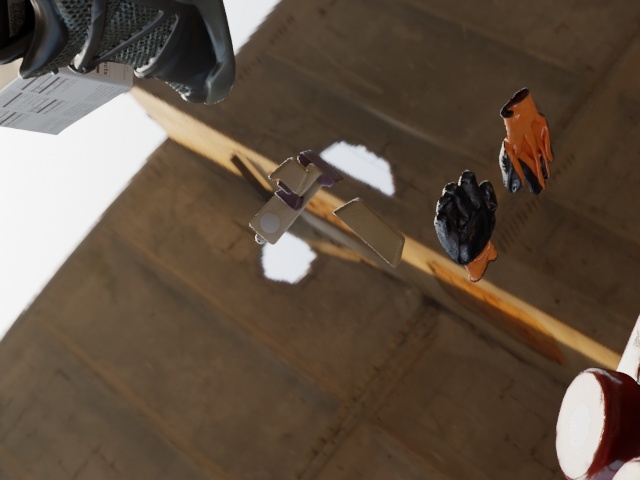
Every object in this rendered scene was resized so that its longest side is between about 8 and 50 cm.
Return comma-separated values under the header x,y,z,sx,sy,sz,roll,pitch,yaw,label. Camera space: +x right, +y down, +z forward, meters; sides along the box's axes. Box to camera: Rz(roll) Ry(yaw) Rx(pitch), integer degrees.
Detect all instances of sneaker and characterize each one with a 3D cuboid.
x,y,z,sx,sy,sz,roll,pitch,yaw,label
-0.121,-0.133,0.602,0.130,0.227,0.087,-19,-102,0,sneaker

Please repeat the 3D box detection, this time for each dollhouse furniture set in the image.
x,y,z,sx,sy,sz,roll,pitch,yaw,label
0.000,0.000,0.789,0.114,0.091,0.081,42,-76,3,dollhouse furniture set

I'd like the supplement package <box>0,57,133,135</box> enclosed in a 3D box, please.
x,y,z,sx,sy,sz,roll,pitch,yaw,label
-0.378,-0.283,1.423,0.262,0.145,0.204,-15,-108,52,supplement package

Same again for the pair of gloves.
x,y,z,sx,sy,sz,roll,pitch,yaw,label
0.085,-0.026,0.497,0.010,0.074,0.083,30,-104,36,pair of gloves

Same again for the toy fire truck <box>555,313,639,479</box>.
x,y,z,sx,sy,sz,roll,pitch,yaw,label
0.312,0.121,0.760,0.302,0.169,0.253,-98,-156,-66,toy fire truck
